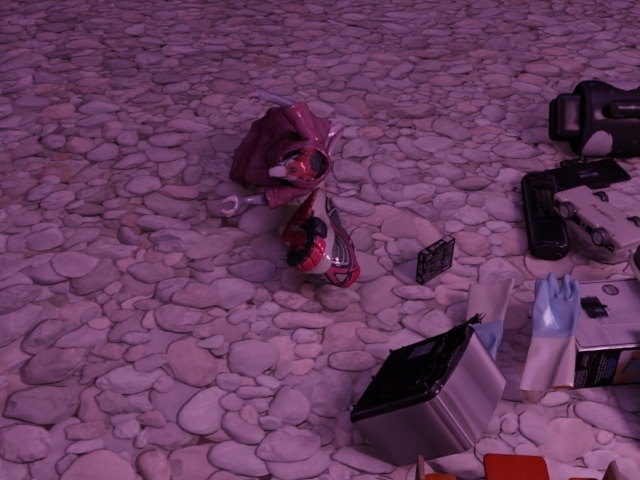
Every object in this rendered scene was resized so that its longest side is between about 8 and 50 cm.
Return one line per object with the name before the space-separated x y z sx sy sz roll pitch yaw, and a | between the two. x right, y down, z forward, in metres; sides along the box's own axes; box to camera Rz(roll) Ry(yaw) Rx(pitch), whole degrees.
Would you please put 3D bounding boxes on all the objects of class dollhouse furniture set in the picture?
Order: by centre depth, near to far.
dollhouse furniture set | 0.248 0.358 1.002 0.262 0.135 0.259 2 35 1

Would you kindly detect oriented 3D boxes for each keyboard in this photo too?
keyboard | 0.573 -0.145 1.826 0.180 0.023 0.108 -10 43 -17

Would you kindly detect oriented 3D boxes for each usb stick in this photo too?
usb stick | 0.445 -0.054 1.673 0.077 0.045 0.278 -1 35 9

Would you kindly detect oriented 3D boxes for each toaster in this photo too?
toaster | 0.159 0.213 1.181 0.186 0.110 0.168 -27 14 41

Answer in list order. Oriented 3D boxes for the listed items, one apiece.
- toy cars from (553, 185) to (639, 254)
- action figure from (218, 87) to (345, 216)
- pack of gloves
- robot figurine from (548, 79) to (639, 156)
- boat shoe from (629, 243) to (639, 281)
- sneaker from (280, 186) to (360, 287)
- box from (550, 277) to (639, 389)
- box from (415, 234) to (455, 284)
toy cars | 0.618 0.004 1.550 0.394 0.087 0.176 15 37 17
action figure | -0.055 -0.147 1.651 0.276 0.248 0.370 17 9 -21
pack of gloves | 0.303 0.131 1.317 0.195 0.046 0.232 -9 41 29
robot figurine | 0.659 -0.276 1.879 0.278 0.173 0.209 1 37 2
boat shoe | 0.591 0.066 1.284 0.109 0.091 0.305 -2 26 -17
sneaker | 0.000 0.000 1.550 0.112 0.121 0.299 32 20 -16
box | 0.517 0.142 1.357 0.290 0.087 0.169 -3 36 -5
box | 0.209 0.035 1.523 0.083 0.067 0.018 -28 45 -33
